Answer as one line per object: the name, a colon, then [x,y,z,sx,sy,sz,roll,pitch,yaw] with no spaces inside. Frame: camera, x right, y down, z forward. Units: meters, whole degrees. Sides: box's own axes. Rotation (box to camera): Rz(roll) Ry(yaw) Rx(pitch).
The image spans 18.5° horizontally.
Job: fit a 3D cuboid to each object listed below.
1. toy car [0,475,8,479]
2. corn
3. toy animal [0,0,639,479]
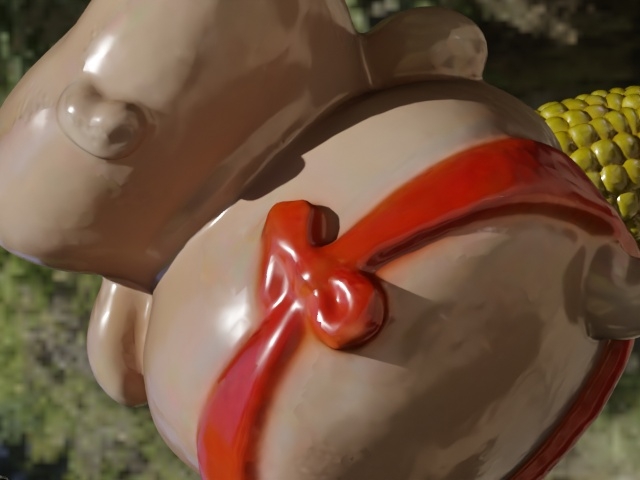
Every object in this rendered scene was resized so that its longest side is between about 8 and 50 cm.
toy car: [-0.128,0.196,1.008,0.139,0.112,0.112,53,127,53]
corn: [0.205,-0.042,0.988,0.091,0.260,0.091,100,156,-61]
toy animal: [0.000,0.000,0.592,0.197,0.171,0.171,48,-172,3]
